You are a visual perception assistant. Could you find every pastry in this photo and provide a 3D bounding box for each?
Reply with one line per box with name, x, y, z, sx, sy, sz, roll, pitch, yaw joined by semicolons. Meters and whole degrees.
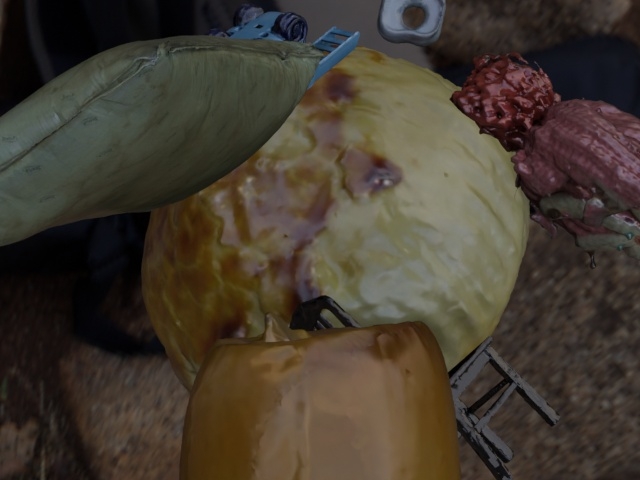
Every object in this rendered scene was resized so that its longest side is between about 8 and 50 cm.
pastry;0.000;0.000;1.575;0.313;0.388;0.388;38;64;-12

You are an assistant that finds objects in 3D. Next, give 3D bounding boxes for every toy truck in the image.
toy truck;-0.028;-0.149;1.308;0.063;0.074;0.136;20;49;40

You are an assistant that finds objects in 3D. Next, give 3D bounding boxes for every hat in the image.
hat;0.211;-0.032;1.217;0.286;0.237;0.107;37;87;10

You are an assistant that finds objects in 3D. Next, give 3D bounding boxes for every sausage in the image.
sausage;0.002;0.189;0.602;0.112;0.112;0.328;0;87;-15

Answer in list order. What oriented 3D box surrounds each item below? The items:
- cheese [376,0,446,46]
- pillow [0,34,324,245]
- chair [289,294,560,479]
cheese;0.098;-0.295;1.385;0.163;0.082;0.286;5;80;16
pillow;-0.110;-0.061;1.017;0.185;0.302;0.075;-35;85;18
chair;0.079;0.108;1.380;0.212;0.084;0.101;46;44;4
